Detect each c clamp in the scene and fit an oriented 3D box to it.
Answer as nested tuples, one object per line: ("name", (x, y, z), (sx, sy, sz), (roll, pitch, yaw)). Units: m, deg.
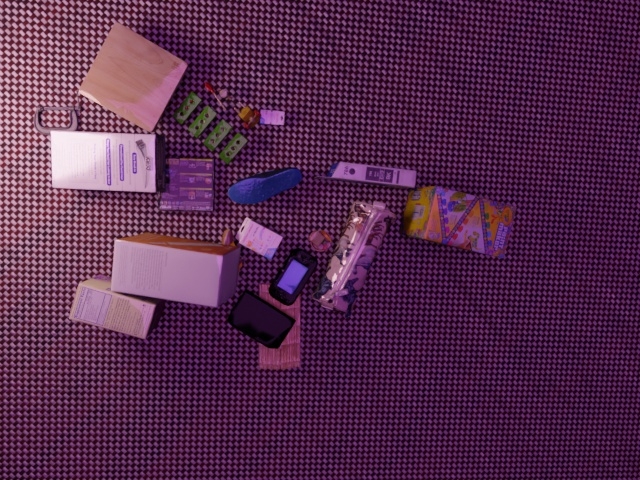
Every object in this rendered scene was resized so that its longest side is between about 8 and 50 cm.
("c clamp", (-0.870, -0.418, 1.710), (0.160, 0.022, 0.137), (-8, 101, -7))

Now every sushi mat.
("sushi mat", (-0.147, 0.308, 1.860), (0.151, 0.019, 0.317), (0, 95, -6))

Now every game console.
("game console", (-0.152, 0.188, 1.819), (0.213, 0.044, 0.362), (32, 91, -7))

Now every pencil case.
("pencil case", (0.115, 0.055, 1.789), (0.159, 0.183, 0.411), (25, 91, -8))

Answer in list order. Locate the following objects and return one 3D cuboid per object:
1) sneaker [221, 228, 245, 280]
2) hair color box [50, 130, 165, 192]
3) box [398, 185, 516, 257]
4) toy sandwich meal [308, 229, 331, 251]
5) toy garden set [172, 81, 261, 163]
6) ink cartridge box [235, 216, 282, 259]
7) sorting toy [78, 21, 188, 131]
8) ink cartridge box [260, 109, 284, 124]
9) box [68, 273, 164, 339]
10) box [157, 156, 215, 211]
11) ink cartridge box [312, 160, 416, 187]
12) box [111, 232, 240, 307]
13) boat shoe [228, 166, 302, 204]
("sneaker", (-0.304, 0.051, 1.800), (0.083, 0.069, 0.186), (3, 101, -16))
("hair color box", (-0.684, -0.257, 1.678), (0.338, 0.110, 0.186), (3, 99, 2))
("box", (0.455, -0.066, 1.764), (0.278, 0.290, 0.177), (14, 93, -9))
("toy sandwich meal", (0.000, 0.000, 1.845), (0.085, 0.029, 0.086), (-1, 95, -7))
("toy garden set", (-0.340, -0.417, 1.754), (0.244, 0.049, 0.204), (41, 97, -7))
("ink cartridge box", (-0.215, -0.009, 1.788), (0.143, 0.090, 0.092), (28, 91, -9))
("sorting toy", (-0.604, -0.525, 1.696), (0.257, 0.089, 0.256), (29, 91, -9))
("ink cartridge box", (-0.167, -0.425, 1.788), (0.083, 0.028, 0.048), (3, 96, -7))
("box", (-0.652, 0.213, 1.692), (0.242, 0.213, 0.118), (18, 92, -8))
("box", (-0.459, -0.191, 1.767), (0.190, 0.045, 0.184), (0, 93, -6))
("ink cartridge box", (0.146, -0.227, 1.776), (0.332, 0.165, 0.065), (5, 94, -8))
("box", (-0.458, 0.089, 1.668), (0.344, 0.215, 0.169), (9, 97, 5))
("boat shoe", (-0.191, -0.186, 1.781), (0.258, 0.089, 0.109), (-12, 109, -11))
